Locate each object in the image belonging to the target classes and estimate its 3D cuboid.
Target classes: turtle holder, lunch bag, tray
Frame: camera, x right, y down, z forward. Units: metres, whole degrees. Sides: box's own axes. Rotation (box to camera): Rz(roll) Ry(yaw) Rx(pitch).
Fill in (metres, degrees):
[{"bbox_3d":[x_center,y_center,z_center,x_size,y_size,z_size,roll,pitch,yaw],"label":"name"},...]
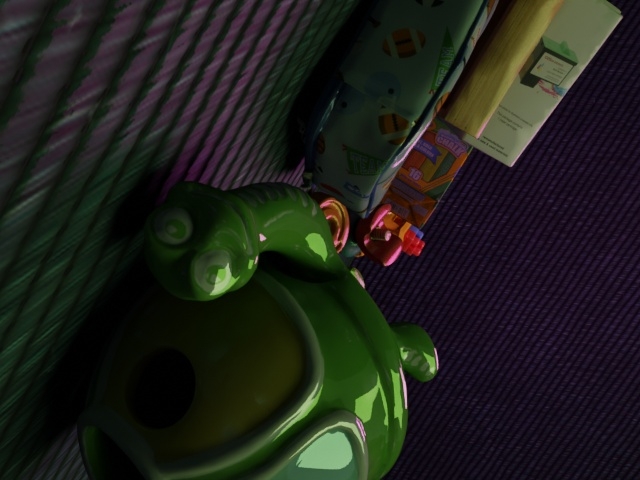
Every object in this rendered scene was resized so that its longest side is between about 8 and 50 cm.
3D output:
[{"bbox_3d":[-0.053,0.116,0.535,0.227,0.243,0.320,-31,167,-38],"label":"turtle holder"},{"bbox_3d":[0.082,-0.171,0.755,0.303,0.115,0.243,-58,177,-9],"label":"lunch bag"},{"bbox_3d":[0.277,-0.371,1.027,0.411,0.076,0.203,-58,-153,14],"label":"tray"}]

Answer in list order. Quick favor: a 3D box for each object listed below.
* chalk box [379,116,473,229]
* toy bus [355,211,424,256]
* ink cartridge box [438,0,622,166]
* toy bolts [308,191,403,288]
[{"bbox_3d":[0.283,-0.213,1.858,0.289,0.180,0.179,-56,174,-25],"label":"chalk box"},{"bbox_3d":[0.187,-0.017,1.934,0.220,0.211,0.149,-50,172,-42],"label":"toy bus"},{"bbox_3d":[0.311,-0.291,1.117,0.278,0.117,0.201,-56,-154,19],"label":"ink cartridge box"},{"bbox_3d":[0.000,0.000,1.107,0.228,0.158,0.218,-40,124,-39],"label":"toy bolts"}]
